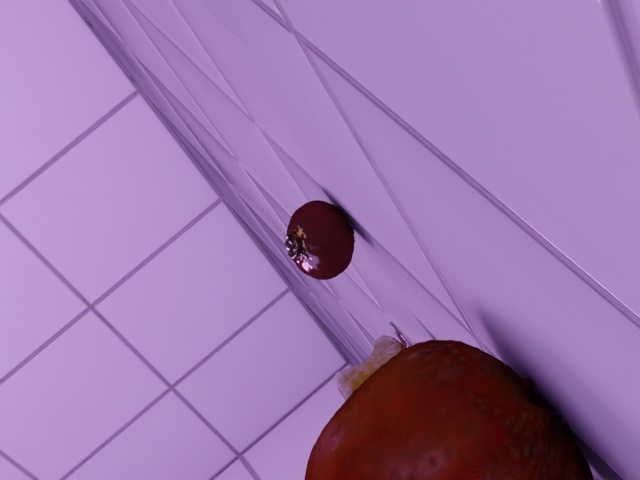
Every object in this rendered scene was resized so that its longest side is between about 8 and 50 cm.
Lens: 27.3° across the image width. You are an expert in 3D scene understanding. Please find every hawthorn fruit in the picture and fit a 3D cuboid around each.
[{"bbox_3d":[0.108,0.269,1.328,0.287,0.330,0.287,51,-172,-10],"label":"hawthorn fruit"}]

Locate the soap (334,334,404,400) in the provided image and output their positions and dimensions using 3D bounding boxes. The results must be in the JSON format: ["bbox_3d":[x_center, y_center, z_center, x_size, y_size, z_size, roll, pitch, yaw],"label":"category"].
[{"bbox_3d":[0.199,0.355,2.217,0.335,0.156,0.293,55,178,-38],"label":"soap"}]

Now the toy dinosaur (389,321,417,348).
[{"bbox_3d":[0.177,0.186,1.810,0.220,0.032,0.108,40,171,5],"label":"toy dinosaur"}]

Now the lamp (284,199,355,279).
[{"bbox_3d":[0.000,0.000,1.649,0.101,0.090,0.101,34,131,50],"label":"lamp"}]
